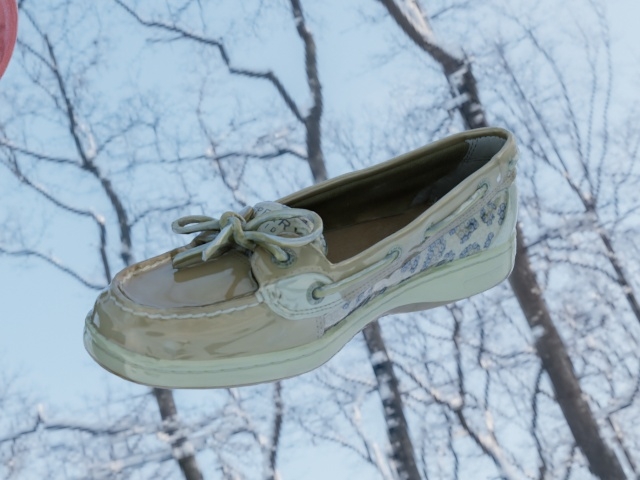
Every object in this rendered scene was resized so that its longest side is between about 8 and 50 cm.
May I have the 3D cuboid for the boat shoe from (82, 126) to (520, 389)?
[{"bbox_3d":[0.000,0.000,0.567,0.285,0.104,0.089,-19,-54,-38],"label":"boat shoe"}]

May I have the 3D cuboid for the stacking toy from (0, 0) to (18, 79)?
[{"bbox_3d":[-0.377,-0.111,0.738,0.309,0.130,0.279,-66,-17,-5],"label":"stacking toy"}]
